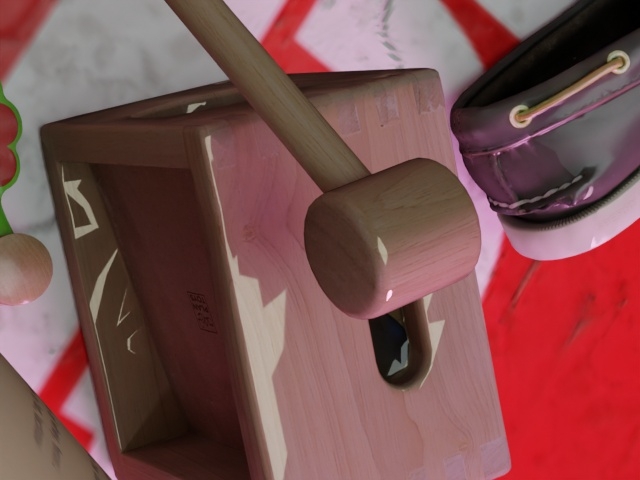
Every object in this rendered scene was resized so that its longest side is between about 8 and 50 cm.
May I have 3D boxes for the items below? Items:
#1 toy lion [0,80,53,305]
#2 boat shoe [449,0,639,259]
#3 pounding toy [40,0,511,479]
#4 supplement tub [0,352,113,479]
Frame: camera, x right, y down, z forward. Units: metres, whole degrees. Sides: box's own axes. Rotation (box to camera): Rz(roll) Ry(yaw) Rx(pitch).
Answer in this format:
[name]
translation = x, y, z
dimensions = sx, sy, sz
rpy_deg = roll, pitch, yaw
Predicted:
[toy lion]
translation = -0.136, -0.012, 0.554
dimensions = 0.100, 0.034, 0.096
rpy_deg = -29, 100, -24
[boat shoe]
translation = 0.142, -0.091, 0.673
dimensions = 0.228, 0.081, 0.068
rpy_deg = -44, 117, -17
[pounding toy]
translation = 0.001, -0.009, 0.528
dimensions = 0.094, 0.206, 0.181
rpy_deg = -16, 101, -28
[supplement tub]
translation = -0.175, 0.093, 0.419
dimensions = 0.235, 0.235, 0.325
rpy_deg = -46, 113, -19
